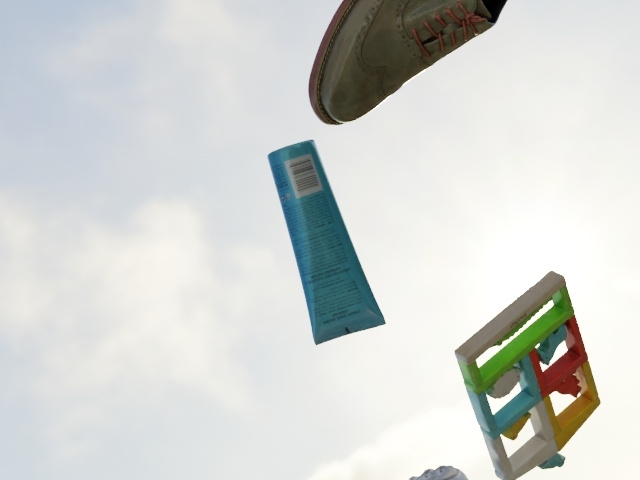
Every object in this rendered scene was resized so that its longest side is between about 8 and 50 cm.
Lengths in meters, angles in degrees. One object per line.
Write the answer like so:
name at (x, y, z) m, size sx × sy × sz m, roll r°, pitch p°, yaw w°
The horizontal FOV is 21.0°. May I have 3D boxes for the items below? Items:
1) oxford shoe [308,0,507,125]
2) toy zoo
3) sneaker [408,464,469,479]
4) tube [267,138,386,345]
oxford shoe at (0.124, -0.264, 2.015) m, size 0.348 × 0.130 × 0.123 m, roll -50°, pitch -49°, yaw -13°
toy zoo at (0.295, 0.207, 2.396) m, size 0.192 × 0.030 × 0.293 m, roll -38°, pitch -51°, yaw -21°
sneaker at (0.086, 0.365, 1.971) m, size 0.281 × 0.115 × 0.105 m, roll -48°, pitch -6°, yaw 26°
tube at (0.000, 0.000, 1.799) m, size 0.080 × 0.207 × 0.052 m, roll -19°, pitch -3°, yaw 22°
